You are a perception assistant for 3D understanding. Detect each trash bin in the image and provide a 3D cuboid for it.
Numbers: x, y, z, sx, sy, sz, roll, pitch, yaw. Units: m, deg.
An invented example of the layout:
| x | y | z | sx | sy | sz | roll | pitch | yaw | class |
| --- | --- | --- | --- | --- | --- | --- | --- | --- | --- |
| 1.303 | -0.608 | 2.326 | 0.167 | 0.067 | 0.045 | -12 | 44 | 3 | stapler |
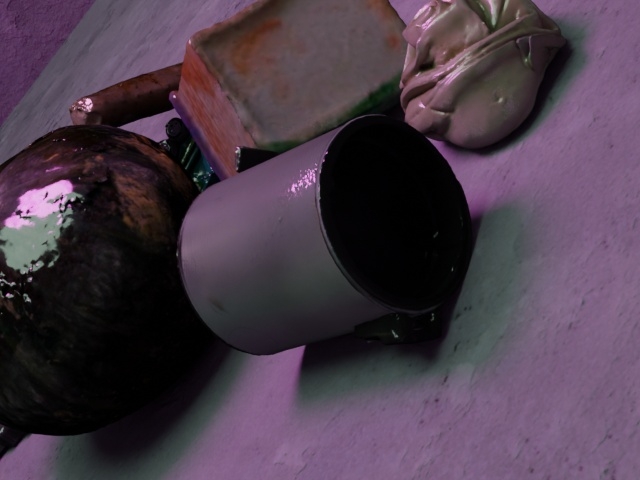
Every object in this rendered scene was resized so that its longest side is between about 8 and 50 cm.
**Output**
| x | y | z | sx | sy | sz | roll | pitch | yaw | class |
| --- | --- | --- | --- | --- | --- | --- | --- | --- | --- |
| 0.000 | 0.000 | 1.324 | 0.262 | 0.217 | 0.277 | -21 | 72 | 47 | trash bin |

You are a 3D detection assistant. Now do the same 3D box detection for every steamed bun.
| x | y | z | sx | sy | sz | roll | pitch | yaw | class |
| --- | --- | --- | --- | --- | --- | --- | --- | --- | --- |
| 0.173 | -0.226 | 1.424 | 0.211 | 0.144 | 0.218 | 3 | 58 | 59 | steamed bun |

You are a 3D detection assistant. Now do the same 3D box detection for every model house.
| x | y | z | sx | sy | sz | roll | pitch | yaw | class |
| --- | --- | --- | --- | --- | --- | --- | --- | --- | --- |
| -0.041 | -0.212 | 1.707 | 0.312 | 0.245 | 0.280 | -32 | -10 | -22 | model house |

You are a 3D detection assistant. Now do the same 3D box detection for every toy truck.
| x | y | z | sx | sy | sz | roll | pitch | yaw | class |
| --- | --- | --- | --- | --- | --- | --- | --- | --- | --- |
| -0.201 | -0.091 | 1.870 | 0.116 | 0.110 | 0.216 | 31 | 98 | 31 | toy truck |

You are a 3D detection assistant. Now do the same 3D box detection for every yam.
| x | y | z | sx | sy | sz | roll | pitch | yaw | class |
| --- | --- | --- | --- | --- | --- | --- | --- | --- | --- |
| -0.240 | -0.232 | 1.827 | 0.317 | 0.067 | 0.071 | -25 | -35 | -36 | yam |

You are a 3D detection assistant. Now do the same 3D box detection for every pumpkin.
| x | y | z | sx | sy | sz | roll | pitch | yaw | class |
| --- | --- | --- | --- | --- | --- | --- | --- | --- | --- |
| -0.346 | 0.047 | 1.655 | 0.454 | 0.344 | 0.454 | -26 | 44 | 28 | pumpkin |

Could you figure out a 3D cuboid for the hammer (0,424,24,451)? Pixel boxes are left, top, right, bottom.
| x | y | z | sx | sy | sz | roll | pitch | yaw | class |
| --- | --- | --- | --- | --- | --- | --- | --- | --- | --- |
| -0.487 | 0.291 | 1.947 | 0.226 | 0.041 | 0.159 | -39 | 29 | 27 | hammer |
